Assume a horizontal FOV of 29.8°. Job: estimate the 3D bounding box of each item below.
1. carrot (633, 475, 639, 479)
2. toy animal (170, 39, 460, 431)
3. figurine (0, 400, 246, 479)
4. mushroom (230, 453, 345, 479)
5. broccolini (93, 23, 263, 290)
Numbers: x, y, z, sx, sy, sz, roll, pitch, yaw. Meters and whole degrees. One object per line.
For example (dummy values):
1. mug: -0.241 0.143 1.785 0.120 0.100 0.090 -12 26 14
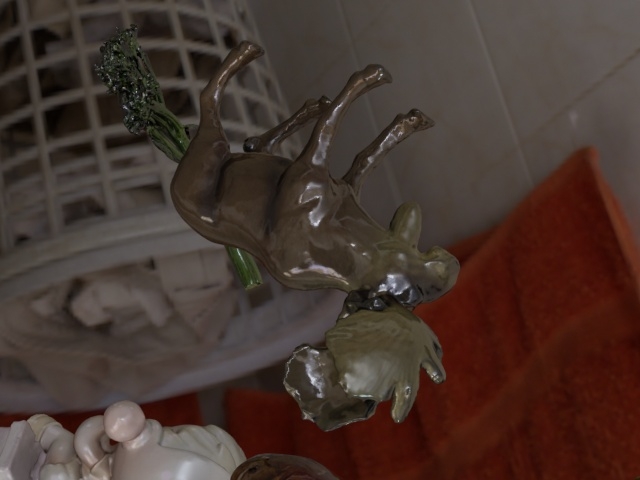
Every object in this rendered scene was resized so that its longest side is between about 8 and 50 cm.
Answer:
1. carrot: 0.421 0.295 1.121 0.241 0.341 0.241 -20 141 -17
2. toy animal: 0.000 0.000 0.661 0.214 0.186 0.094 17 166 37
3. figurine: -0.174 0.223 1.116 0.256 0.182 0.144 -4 -161 14
4. mushroom: -0.014 0.203 0.878 0.135 0.080 0.170 25 174 34
5. broccolini: -0.118 -0.063 1.071 0.062 0.271 0.123 -23 -162 20
